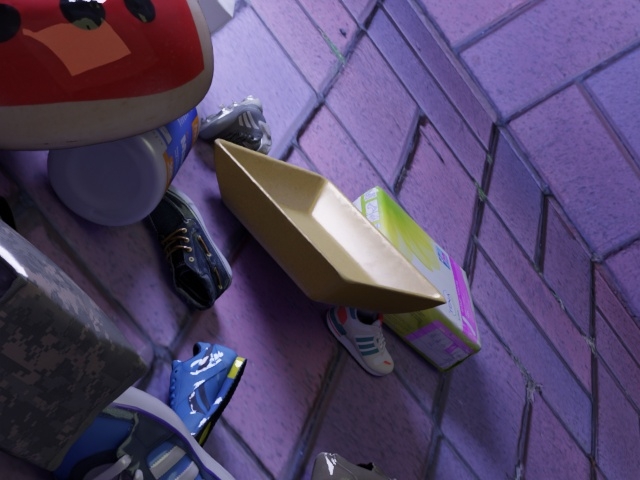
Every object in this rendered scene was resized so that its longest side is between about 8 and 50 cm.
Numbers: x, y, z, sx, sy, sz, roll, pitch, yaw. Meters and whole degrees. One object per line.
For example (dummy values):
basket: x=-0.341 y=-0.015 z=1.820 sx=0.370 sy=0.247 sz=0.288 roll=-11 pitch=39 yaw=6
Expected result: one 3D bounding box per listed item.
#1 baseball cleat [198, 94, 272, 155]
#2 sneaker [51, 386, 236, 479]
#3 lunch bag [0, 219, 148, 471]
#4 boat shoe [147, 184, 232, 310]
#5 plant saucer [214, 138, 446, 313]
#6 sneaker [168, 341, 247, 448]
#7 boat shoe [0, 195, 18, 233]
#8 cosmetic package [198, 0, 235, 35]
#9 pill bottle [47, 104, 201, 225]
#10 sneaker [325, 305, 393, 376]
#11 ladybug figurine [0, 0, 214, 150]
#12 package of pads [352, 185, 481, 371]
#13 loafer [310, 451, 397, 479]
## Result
baseball cleat: x=-0.127 y=-0.174 z=1.944 sx=0.109 sy=0.072 sz=0.206 roll=62 pitch=27 yaw=-7
sneaker: x=-0.174 y=0.302 z=1.216 sx=0.323 sy=0.130 sz=0.236 roll=46 pitch=22 yaw=-38
lunch bag: x=-0.337 y=0.047 z=1.102 sx=0.287 sy=0.169 sz=0.235 roll=41 pitch=-5 yaw=31
boat shoe: x=-0.186 y=0.006 z=1.621 sx=0.183 sy=0.065 sz=0.083 roll=54 pitch=23 yaw=-12
plant saucer: x=0.000 y=0.000 z=1.876 sx=0.333 sy=0.081 sz=0.333 roll=47 pitch=16 yaw=29
sneaker: x=-0.161 y=0.199 z=1.466 sx=0.082 sy=0.069 sz=0.209 roll=24 pitch=37 yaw=3
boat shoe: x=-0.350 y=0.013 z=1.333 sx=0.049 sy=0.042 sz=0.133 roll=12 pitch=52 yaw=-61
cosmetic package: x=-0.301 y=-0.458 z=1.805 sx=0.385 sy=0.156 sz=0.217 roll=47 pitch=15 yaw=-22
pill bottle: x=-0.243 y=-0.144 z=1.583 sx=0.152 sy=0.152 sz=0.272 roll=51 pitch=26 yaw=-17
sneaker: x=0.081 y=0.155 z=1.946 sx=0.161 sy=0.075 sz=0.057 roll=47 pitch=27 yaw=-24
ladybug figurine: x=-0.304 y=-0.235 z=1.397 sx=0.305 sy=0.161 sz=0.449 roll=30 pitch=34 yaw=24
package of pads: x=0.163 y=0.076 z=2.167 sx=0.296 sy=0.101 sz=0.229 roll=42 pitch=28 yaw=-31
loafer: x=0.077 y=0.350 z=1.686 sx=0.251 sy=0.094 sz=0.087 roll=31 pitch=40 yaw=-46
